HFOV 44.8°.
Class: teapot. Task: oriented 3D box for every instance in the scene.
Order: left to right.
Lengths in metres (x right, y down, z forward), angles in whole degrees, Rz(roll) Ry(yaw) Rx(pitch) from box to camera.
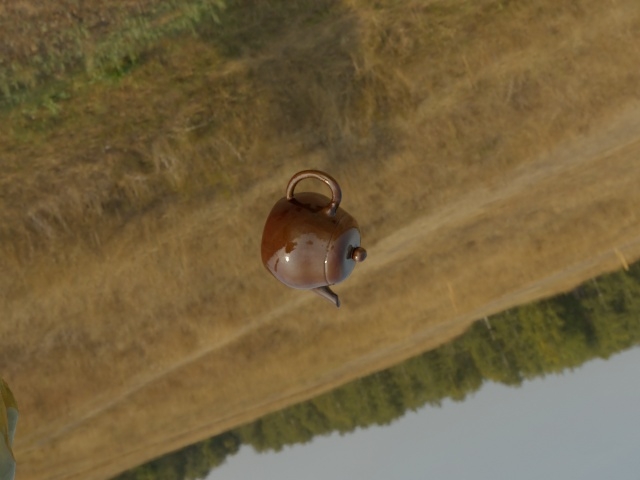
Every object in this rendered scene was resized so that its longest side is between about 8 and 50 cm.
[{"bbox_3d":[0.000,0.000,0.860,0.116,0.116,0.173,-15,125,-22],"label":"teapot"}]

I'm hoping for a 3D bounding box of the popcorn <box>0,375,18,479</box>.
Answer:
[{"bbox_3d":[-0.323,0.134,0.395,0.316,0.281,0.297,-29,170,-7],"label":"popcorn"}]
